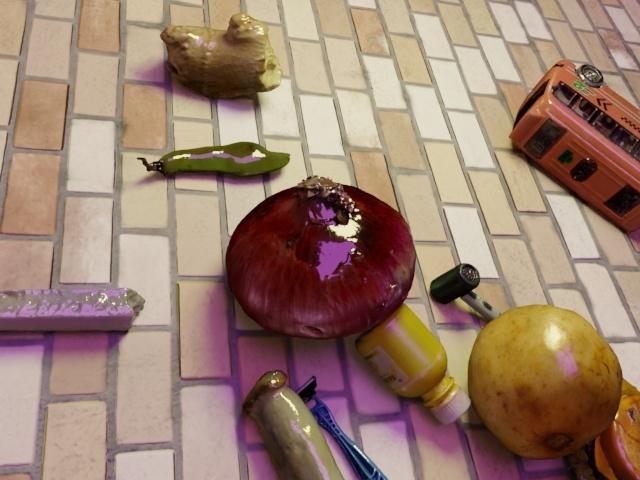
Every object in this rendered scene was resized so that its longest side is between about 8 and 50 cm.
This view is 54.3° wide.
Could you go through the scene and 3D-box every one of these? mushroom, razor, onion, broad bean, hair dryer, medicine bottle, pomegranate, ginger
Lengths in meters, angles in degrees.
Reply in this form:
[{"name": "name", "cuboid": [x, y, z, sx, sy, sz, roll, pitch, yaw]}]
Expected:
[{"name": "mushroom", "cuboid": [-0.024, 0.348, 0.969, 0.081, 0.100, 0.312, -4, 55, -48]}, {"name": "razor", "cuboid": [0.046, 0.342, 1.030, 0.082, 0.042, 0.253, -45, 76, 7]}, {"name": "onion", "cuboid": [0.000, 0.000, 1.088, 0.348, 0.285, 0.347, 0, 40, 0]}, {"name": "broad bean", "cuboid": [-0.213, -0.163, 1.282, 0.325, 0.067, 0.075, -8, 29, -21]}, {"name": "hair dryer", "cuboid": [0.323, 0.126, 1.256, 0.198, 0.100, 0.057, 37, 55, -11]}, {"name": "medicine bottle", "cuboid": [0.171, 0.225, 1.105, 0.212, 0.122, 0.122, 49, 55, 3]}, {"name": "pomegranate", "cuboid": [0.382, 0.238, 1.083, 0.260, 0.260, 0.260, 9, 54, -13]}, {"name": "ginger", "cuboid": [-0.212, -0.409, 1.365, 0.276, 0.221, 0.130, 15, 62, -19]}]

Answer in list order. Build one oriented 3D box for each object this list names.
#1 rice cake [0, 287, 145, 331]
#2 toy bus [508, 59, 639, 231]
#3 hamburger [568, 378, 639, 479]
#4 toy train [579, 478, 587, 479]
[{"name": "rice cake", "cuboid": [-0.483, 0.113, 0.988, 0.399, 0.070, 0.064, 0, 61, -18]}, {"name": "toy bus", "cuboid": [0.687, -0.233, 1.554, 0.427, 0.203, 0.233, 40, 58, 7]}, {"name": "hamburger", "cuboid": [0.567, 0.386, 1.117, 0.262, 0.138, 0.243, 33, 54, 6]}, {"name": "toy train", "cuboid": [0.402, 0.518, 0.991, 0.154, 0.115, 0.269, -4, 57, -31]}]
